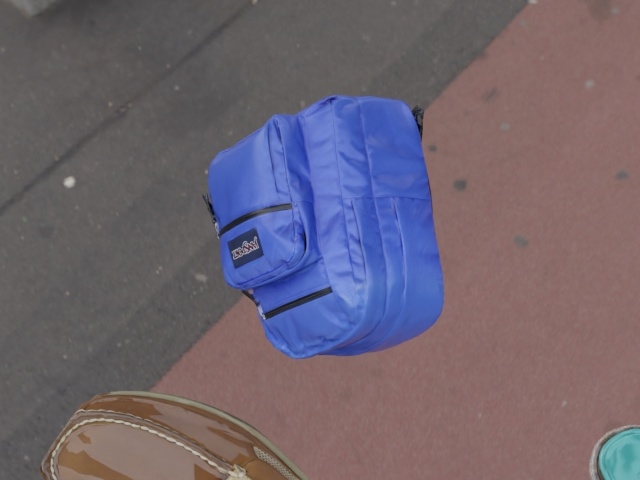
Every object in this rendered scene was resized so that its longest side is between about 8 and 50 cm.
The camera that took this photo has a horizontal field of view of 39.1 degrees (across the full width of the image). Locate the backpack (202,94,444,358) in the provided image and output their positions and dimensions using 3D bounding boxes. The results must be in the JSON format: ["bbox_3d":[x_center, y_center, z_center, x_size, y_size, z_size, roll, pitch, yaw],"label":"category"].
[{"bbox_3d":[0.000,0.000,0.455,0.101,0.098,0.120,-5,77,-35],"label":"backpack"}]

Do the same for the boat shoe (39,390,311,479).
[{"bbox_3d":[-0.037,0.213,0.612,0.324,0.120,0.123,32,88,-8],"label":"boat shoe"}]

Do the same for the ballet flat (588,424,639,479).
[{"bbox_3d":[0.314,0.293,0.702,0.107,0.106,0.316,-21,57,1],"label":"ballet flat"}]
